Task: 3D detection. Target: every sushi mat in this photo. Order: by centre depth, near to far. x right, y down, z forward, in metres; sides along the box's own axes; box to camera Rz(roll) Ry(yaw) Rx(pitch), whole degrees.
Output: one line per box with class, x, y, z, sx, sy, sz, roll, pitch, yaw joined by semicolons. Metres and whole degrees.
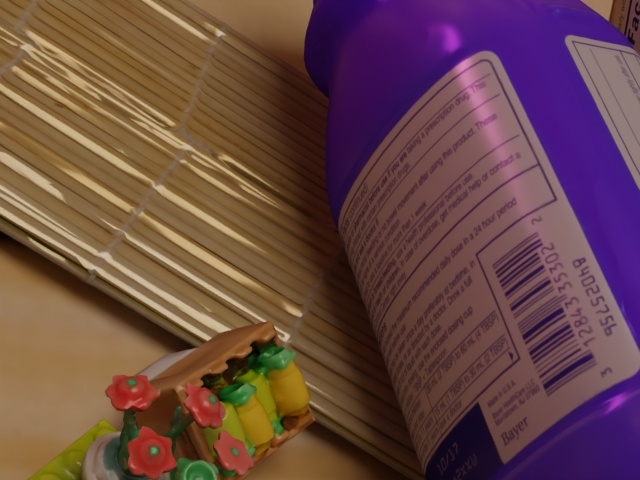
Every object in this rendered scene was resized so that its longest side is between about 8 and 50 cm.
sushi mat;0.000;0.000;0.506;0.316;0.019;0.151;32;40;-8

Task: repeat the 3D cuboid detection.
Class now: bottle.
bottle;0.058;-0.021;0.463;0.092;0.118;0.283;4;50;-33

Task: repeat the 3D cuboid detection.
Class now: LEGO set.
LEGO set;-0.099;0.054;0.320;0.287;0.107;0.132;4;51;-32

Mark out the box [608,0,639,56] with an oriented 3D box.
box;0.255;-0.025;0.534;0.214;0.117;0.243;-6;32;-19
